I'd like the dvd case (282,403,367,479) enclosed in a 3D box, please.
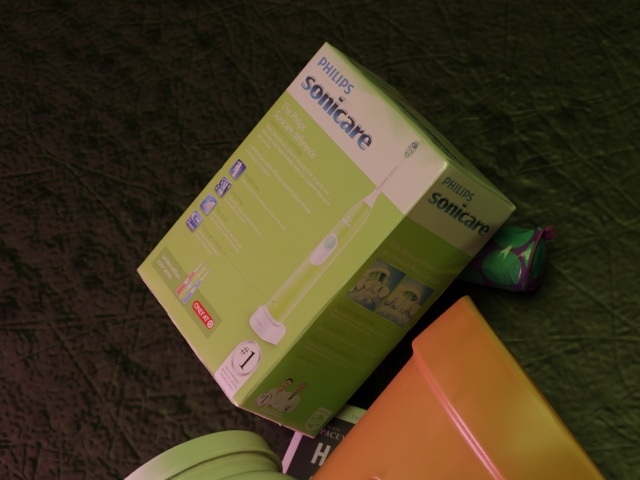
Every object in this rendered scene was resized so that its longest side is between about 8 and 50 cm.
[{"bbox_3d":[0.027,0.269,1.544,0.179,0.029,0.239,16,71,24],"label":"dvd case"}]

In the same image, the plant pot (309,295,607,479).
[{"bbox_3d":[0.124,0.219,1.392,0.203,0.291,0.291,-37,59,4],"label":"plant pot"}]

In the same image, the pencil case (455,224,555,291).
[{"bbox_3d":[0.135,0.004,1.617,0.151,0.064,0.070,12,51,23],"label":"pencil case"}]

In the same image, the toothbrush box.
[{"bbox_3d":[0.000,0.000,1.576,0.283,0.122,0.206,-51,49,10],"label":"toothbrush box"}]

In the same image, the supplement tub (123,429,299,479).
[{"bbox_3d":[-0.054,0.312,1.423,0.191,0.191,0.272,-33,61,1],"label":"supplement tub"}]
